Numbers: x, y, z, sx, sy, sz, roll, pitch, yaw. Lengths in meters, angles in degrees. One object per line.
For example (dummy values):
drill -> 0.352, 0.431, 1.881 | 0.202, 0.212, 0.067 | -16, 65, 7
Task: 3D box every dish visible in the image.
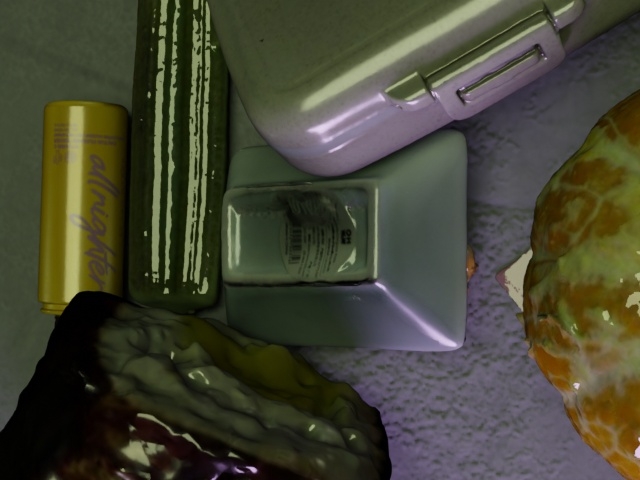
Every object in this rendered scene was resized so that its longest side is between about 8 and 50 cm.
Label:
dish -> 0.000, 0.000, 1.053 | 0.243, 0.080, 0.182 | -2, 85, 35

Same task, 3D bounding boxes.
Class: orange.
orange -> 0.309, 0.035, 0.906 | 0.329, 0.249, 0.329 | 0, 89, 8

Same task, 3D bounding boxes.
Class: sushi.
sushi -> -0.134, 0.215, 1.024 | 0.299, 0.281, 0.294 | 32, 104, 8

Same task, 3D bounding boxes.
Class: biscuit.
biscuit -> -0.132, -0.095, 1.154 | 0.099, 0.038, 0.322 | 2, 87, 19

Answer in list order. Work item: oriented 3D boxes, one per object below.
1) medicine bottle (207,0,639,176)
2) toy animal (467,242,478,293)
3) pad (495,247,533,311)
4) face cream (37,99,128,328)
medicine bottle -> 0.095, -0.222, 1.004 | 0.375, 0.123, 0.282 | -29, 51, 11
toy animal -> 0.087, 0.027, 1.076 | 0.083, 0.060, 0.081 | 23, 135, 15
pad -> 0.251, 0.015, 1.051 | 0.188, 0.006, 0.113 | -40, 79, 13
face cream -> -0.219, 0.011, 1.159 | 0.078, 0.078, 0.273 | 2, 89, 17
